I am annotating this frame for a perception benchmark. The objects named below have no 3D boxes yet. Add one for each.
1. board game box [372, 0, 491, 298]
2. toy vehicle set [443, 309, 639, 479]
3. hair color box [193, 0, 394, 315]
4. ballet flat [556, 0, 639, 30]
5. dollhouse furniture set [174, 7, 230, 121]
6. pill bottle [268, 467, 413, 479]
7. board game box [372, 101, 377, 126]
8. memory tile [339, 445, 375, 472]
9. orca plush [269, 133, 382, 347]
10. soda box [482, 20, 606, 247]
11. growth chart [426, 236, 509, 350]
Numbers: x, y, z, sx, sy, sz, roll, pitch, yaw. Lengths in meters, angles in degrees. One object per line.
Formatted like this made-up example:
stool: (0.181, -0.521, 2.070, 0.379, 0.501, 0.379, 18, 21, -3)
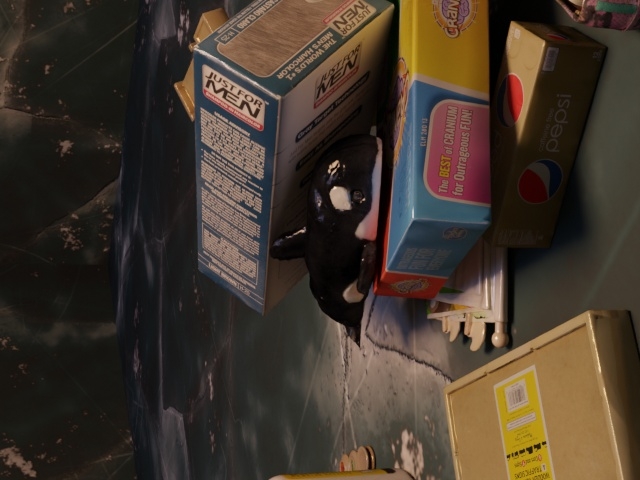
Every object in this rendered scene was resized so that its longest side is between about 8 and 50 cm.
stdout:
board game box: (0.098, -0.128, 0.938, 0.242, 0.064, 0.317, 105, 168, -72)
toy vehicle set: (0.183, 0.174, 0.850, 0.267, 0.035, 0.166, 132, 135, -63)
hair color box: (-0.036, -0.093, 1.049, 0.105, 0.174, 0.347, 34, 147, 17)
ballet flat: (0.184, -0.228, 0.802, 0.221, 0.079, 0.077, -114, 30, -51)
dollhouse furniture set: (-0.090, -0.186, 1.288, 0.161, 0.101, 0.182, 62, 154, 9)
pill bottle: (-0.001, 0.314, 1.115, 0.119, 0.208, 0.119, -179, 90, -71)
board game box: (0.041, -0.231, 1.120, 0.141, 0.048, 0.170, -75, -19, -54)
memory tile: (0.049, 0.335, 1.269, 0.113, 0.012, 0.148, 136, 132, -64)
orca plush: (0.000, 0.000, 1.033, 0.287, 0.102, 0.151, 95, 178, -65)
soda box: (0.176, -0.086, 0.852, 0.061, 0.058, 0.181, -122, 38, -58)
growth chart: (0.132, 0.013, 1.031, 0.237, 0.021, 0.172, -156, 68, -70)
